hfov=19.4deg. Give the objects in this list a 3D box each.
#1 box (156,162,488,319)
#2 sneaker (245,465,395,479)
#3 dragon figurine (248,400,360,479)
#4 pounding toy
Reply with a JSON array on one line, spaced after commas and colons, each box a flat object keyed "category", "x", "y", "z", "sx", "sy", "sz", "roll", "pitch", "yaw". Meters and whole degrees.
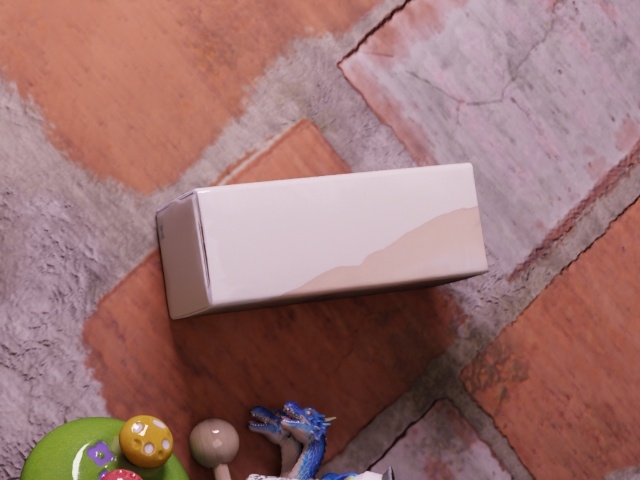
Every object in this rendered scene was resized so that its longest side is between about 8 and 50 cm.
[{"category": "box", "x": 0.000, "y": 0.000, "z": 1.944, "sx": 0.311, "sy": 0.148, "sz": 0.121, "roll": -7, "pitch": 85, "yaw": -21}, {"category": "sneaker", "x": -0.041, "y": 0.392, "z": 1.836, "sx": 0.182, "sy": 0.158, "sz": 0.410, "roll": 14, "pitch": 107, "yaw": 6}, {"category": "dragon figurine", "x": 0.025, "y": 0.290, "z": 1.940, "sx": 0.289, "sy": 0.085, "sz": 0.144, "roll": 42, "pitch": 70, "yaw": -10}, {"category": "pounding toy", "x": -0.166, "y": 0.235, "z": 1.824, "sx": 0.237, "sy": 0.110, "sz": 0.183, "roll": 3, "pitch": 56, "yaw": -28}]
